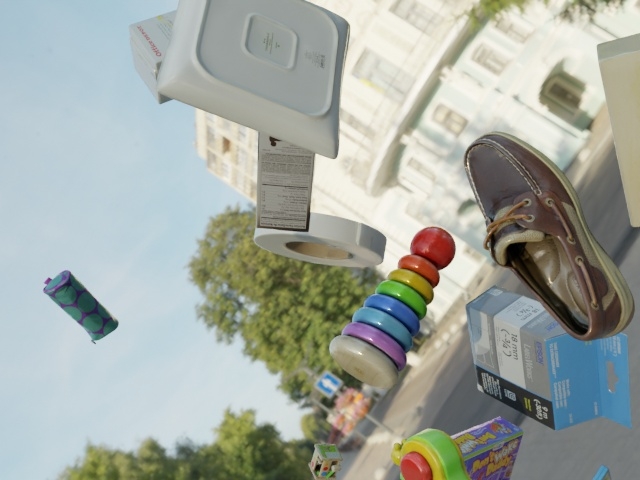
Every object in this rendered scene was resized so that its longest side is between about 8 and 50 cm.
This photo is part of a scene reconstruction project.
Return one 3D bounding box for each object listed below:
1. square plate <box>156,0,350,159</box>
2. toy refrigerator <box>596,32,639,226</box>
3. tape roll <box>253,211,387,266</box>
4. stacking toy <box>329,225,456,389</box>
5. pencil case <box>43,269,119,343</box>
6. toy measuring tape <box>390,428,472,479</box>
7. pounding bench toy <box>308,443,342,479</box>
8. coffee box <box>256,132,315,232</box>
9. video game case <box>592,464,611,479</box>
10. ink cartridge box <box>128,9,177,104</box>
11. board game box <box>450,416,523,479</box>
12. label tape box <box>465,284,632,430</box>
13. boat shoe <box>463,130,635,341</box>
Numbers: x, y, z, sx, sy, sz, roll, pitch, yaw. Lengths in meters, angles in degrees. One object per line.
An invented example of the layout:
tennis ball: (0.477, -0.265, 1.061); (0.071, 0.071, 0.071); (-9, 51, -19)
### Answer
square plate: (-0.098, -0.349, 1.356); (0.049, 0.344, 0.347); (-41, 36, 53)
toy refrigerator: (0.489, -0.166, 1.120); (0.094, 0.269, 0.102); (-11, 23, 23)
tape roll: (0.000, 0.000, 2.189); (0.392, 0.392, 0.071); (84, -165, -76)
stacking toy: (0.156, 0.111, 1.417); (0.330, 0.141, 0.141); (-55, -8, -23)
pencil case: (-0.459, 0.127, 1.433); (0.070, 0.151, 0.064); (3, 47, 48)
toy measuring tape: (0.245, 0.415, 1.341); (0.330, 0.121, 0.121); (7, 51, 51)
pounding bench toy: (0.015, 0.505, 1.664); (0.083, 0.052, 0.065); (-128, 50, -60)
coffee box: (-0.068, -0.183, 1.560); (0.168, 0.119, 0.297); (-88, 2, -49)
video game case: (0.448, 0.471, 1.276); (0.166, 0.015, 0.119); (-51, -37, -13)
ink cartridge box: (-0.299, -0.399, 1.592); (0.176, 0.128, 0.127); (-26, -26, -23)
board game box: (0.340, 0.584, 1.811); (0.347, 0.078, 0.233); (-5, -68, -43)
label tape box: (0.472, 0.261, 1.575); (0.106, 0.334, 0.240); (-28, -61, -27)
boat shoe: (0.292, -0.011, 1.034); (0.123, 0.341, 0.123); (-8, -26, -44)
